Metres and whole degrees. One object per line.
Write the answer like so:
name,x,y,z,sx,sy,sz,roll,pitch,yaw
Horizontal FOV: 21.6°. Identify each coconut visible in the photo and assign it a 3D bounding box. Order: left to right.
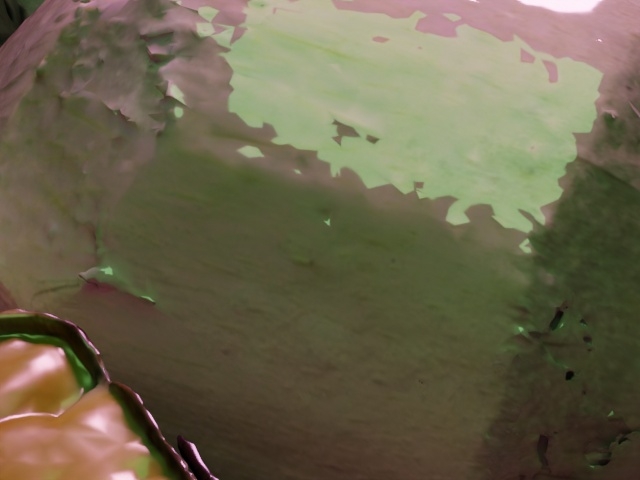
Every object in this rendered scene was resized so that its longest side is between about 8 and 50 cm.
coconut,0.000,0.000,0.471,0.234,0.224,0.224,27,37,16

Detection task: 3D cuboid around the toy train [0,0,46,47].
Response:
toy train,-0.012,-0.147,0.628,0.298,0.120,0.194,-26,44,-21

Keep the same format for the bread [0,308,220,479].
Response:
bread,-0.088,0.116,0.355,0.156,0.158,0.260,-25,44,-20
